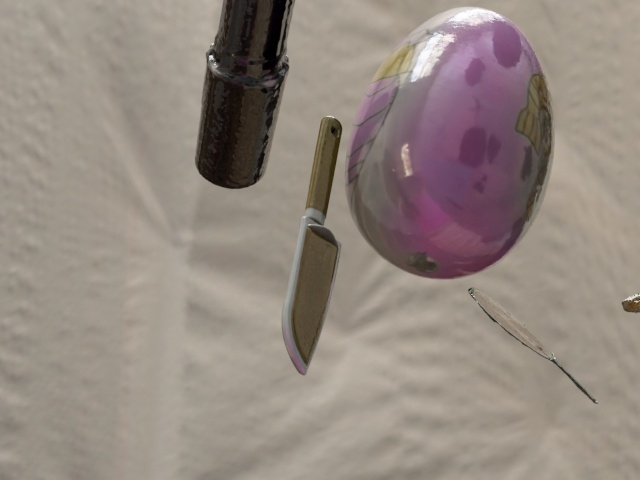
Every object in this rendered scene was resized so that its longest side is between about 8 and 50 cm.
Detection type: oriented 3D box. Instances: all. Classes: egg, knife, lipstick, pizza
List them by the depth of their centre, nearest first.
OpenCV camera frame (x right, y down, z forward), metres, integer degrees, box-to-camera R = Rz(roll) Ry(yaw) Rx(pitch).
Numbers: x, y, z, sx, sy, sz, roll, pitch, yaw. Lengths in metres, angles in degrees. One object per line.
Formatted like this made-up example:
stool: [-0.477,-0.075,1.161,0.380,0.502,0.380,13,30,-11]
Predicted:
knife: [0.001,0.000,1.561,0.046,0.022,0.256,36,-133,-33]
pizza: [0.313,0.056,1.719,0.083,0.037,0.016,-3,-74,-28]
egg: [0.121,-0.095,1.724,0.196,0.196,0.271,22,-117,-41]
lipstick: [-0.067,-0.178,1.744,0.081,0.299,0.081,6,-138,-6]

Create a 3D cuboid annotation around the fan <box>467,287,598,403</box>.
fan: [0.166,0.081,1.440,0.133,0.005,0.085,42,-169,13]
